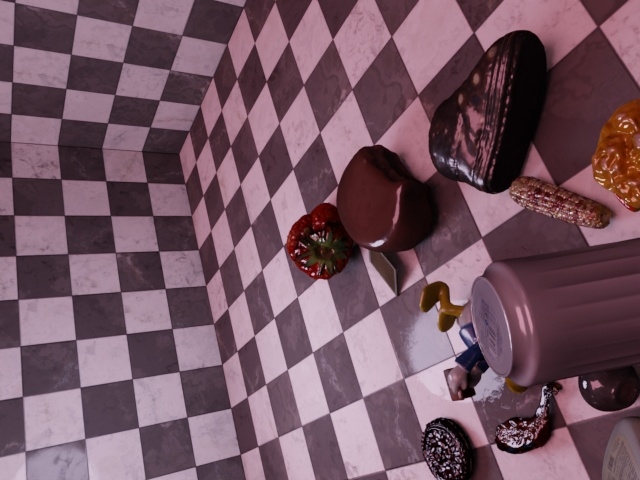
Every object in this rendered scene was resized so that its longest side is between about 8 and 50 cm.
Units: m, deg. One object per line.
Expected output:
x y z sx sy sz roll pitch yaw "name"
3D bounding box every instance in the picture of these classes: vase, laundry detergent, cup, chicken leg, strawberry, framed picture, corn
0.576 0.283 1.100 0.183 0.120 0.120 -145 59 -68 "vase"
0.619 0.458 0.914 0.280 0.105 0.214 -56 -26 -84 "laundry detergent"
0.476 0.144 1.017 0.323 0.327 0.236 87 172 -75 "cup"
0.512 0.445 1.256 0.253 0.051 0.106 -63 37 32 "chicken leg"
0.000 0.000 1.891 0.238 0.250 0.288 62 178 -19 "strawberry"
0.205 0.081 1.695 0.183 0.011 0.141 55 164 42 "framed picture"
0.539 -0.087 1.169 0.237 0.080 0.079 32 118 50 "corn"

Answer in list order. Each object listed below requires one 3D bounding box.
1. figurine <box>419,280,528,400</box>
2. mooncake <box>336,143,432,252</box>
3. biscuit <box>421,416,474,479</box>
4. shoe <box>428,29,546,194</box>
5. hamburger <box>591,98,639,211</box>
0.407 0.279 1.290 0.338 0.205 0.283 13 77 44 "figurine"
0.198 -0.130 1.604 0.326 0.174 0.333 8 96 55 "mooncake"
0.362 0.609 1.486 0.195 0.053 0.194 5 96 57 "biscuit"
0.401 -0.322 1.283 0.237 0.171 0.383 33 126 48 "shoe"
0.623 -0.167 0.967 0.237 0.149 0.236 5 96 59 "hamburger"
